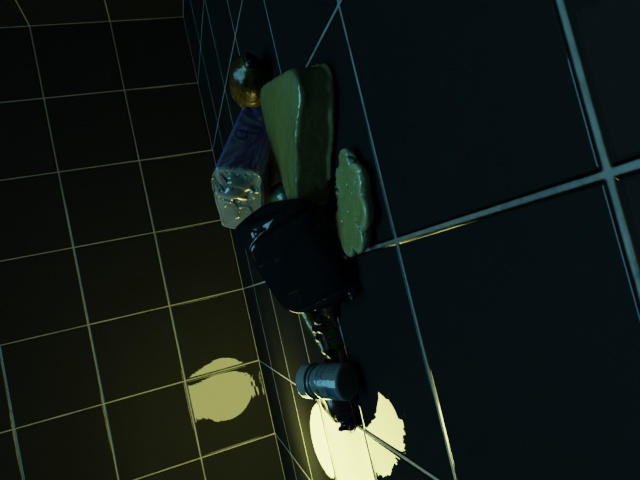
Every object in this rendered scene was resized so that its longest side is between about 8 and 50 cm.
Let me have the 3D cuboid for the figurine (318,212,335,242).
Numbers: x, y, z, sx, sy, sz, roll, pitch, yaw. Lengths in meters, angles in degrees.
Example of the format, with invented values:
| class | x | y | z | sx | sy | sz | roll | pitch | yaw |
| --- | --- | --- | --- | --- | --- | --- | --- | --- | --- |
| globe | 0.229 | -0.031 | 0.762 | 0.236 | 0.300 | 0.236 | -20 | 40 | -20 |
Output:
| class | x | y | z | sx | sy | sz | roll | pitch | yaw |
| --- | --- | --- | --- | --- | --- | --- | --- | --- | --- |
| figurine | 0.000 | 0.000 | 1.326 | 0.188 | 0.083 | 0.083 | 66 | 161 | 7 |

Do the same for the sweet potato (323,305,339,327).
| class | x | y | z | sx | sy | sz | roll | pitch | yaw |
| --- | --- | --- | --- | --- | --- | --- | --- | --- | --- |
| sweet potato | 0.035 | 0.206 | 1.400 | 0.049 | 0.049 | 0.117 | -137 | 28 | -62 |

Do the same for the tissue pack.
| class | x | y | z | sx | sy | sz | roll | pitch | yaw |
| --- | --- | --- | --- | --- | --- | --- | --- | --- | --- |
| tissue pack | -0.217 | -0.224 | 1.497 | 0.242 | 0.159 | 0.339 | 94 | -176 | -46 |

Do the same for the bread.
| class | x | y | z | sx | sy | sz | roll | pitch | yaw |
| --- | --- | --- | --- | --- | --- | --- | --- | --- | --- |
| bread | 0.076 | -0.070 | 1.084 | 0.182 | 0.038 | 0.251 | -120 | 25 | -44 |

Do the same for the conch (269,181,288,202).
| class | x | y | z | sx | sy | sz | roll | pitch | yaw |
| --- | --- | --- | --- | --- | --- | --- | --- | --- | --- |
| conch | -0.080 | -0.093 | 1.419 | 0.176 | 0.121 | 0.188 | -127 | 28 | -66 |

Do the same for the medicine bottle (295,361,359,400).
| class | x | y | z | sx | sy | sz | roll | pitch | yaw |
| --- | --- | --- | --- | --- | --- | --- | --- | --- | --- |
| medicine bottle | 0.020 | 0.397 | 1.363 | 0.168 | 0.105 | 0.105 | -15 | 87 | 44 |

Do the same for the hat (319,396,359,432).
| class | x | y | z | sx | sy | sz | roll | pitch | yaw |
| --- | --- | --- | --- | --- | --- | --- | --- | --- | --- |
| hat | 0.046 | 0.484 | 1.462 | 0.205 | 0.089 | 0.206 | 167 | 90 | -72 |

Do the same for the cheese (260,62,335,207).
| class | x | y | z | sx | sy | sz | roll | pitch | yaw |
| --- | --- | --- | --- | --- | --- | --- | --- | --- | --- |
| cheese | -0.050 | -0.299 | 1.221 | 0.384 | 0.104 | 0.385 | 168 | 90 | -72 |

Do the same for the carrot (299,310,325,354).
| class | x | y | z | sx | sy | sz | roll | pitch | yaw |
| --- | --- | --- | --- | --- | --- | --- | --- | --- | --- |
| carrot | -0.023 | 0.273 | 1.586 | 0.078 | 0.078 | 0.298 | 102 | 146 | -53 |

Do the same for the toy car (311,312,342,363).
| class | x | y | z | sx | sy | sz | roll | pitch | yaw |
| --- | --- | --- | --- | --- | --- | --- | --- | --- | --- |
| toy car | 0.024 | 0.298 | 1.450 | 0.071 | 0.062 | 0.165 | 99 | 153 | -51 |

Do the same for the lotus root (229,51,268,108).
| class | x | y | z | sx | sy | sz | roll | pitch | yaw |
| --- | --- | --- | --- | --- | --- | --- | --- | --- | --- |
| lotus root | -0.241 | -0.540 | 1.624 | 0.145 | 0.128 | 0.260 | 61 | 166 | 7 |

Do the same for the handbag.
| class | x | y | z | sx | sy | sz | roll | pitch | yaw |
| --- | --- | --- | --- | --- | --- | --- | --- | --- | --- |
| handbag | -0.072 | 0.056 | 1.235 | 0.302 | 0.177 | 0.275 | 61 | 157 | -14 |
